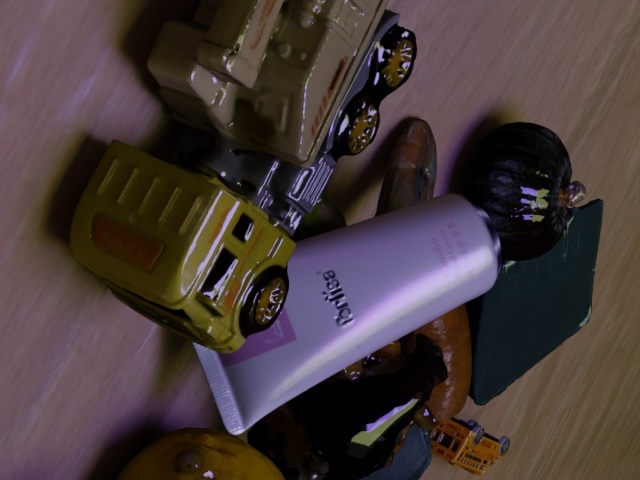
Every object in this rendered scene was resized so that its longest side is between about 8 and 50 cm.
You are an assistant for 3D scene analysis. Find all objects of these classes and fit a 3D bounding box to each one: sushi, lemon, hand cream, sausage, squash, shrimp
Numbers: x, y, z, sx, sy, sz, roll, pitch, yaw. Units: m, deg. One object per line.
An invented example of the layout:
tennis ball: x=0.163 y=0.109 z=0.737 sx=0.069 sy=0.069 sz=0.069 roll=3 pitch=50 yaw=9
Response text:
sushi: x=0.022 y=0.178 z=1.897 sx=0.204 sy=0.200 sz=0.213 roll=-17 pitch=163 yaw=-34
lemon: x=-0.127 y=0.307 z=1.798 sx=0.204 sy=0.204 sz=0.260 roll=-47 pitch=151 yaw=-28
hand cream: x=0.025 y=0.058 z=1.804 sx=0.359 sy=0.118 sz=0.185 roll=-23 pitch=95 yaw=-21
sausage: x=0.150 y=0.131 z=2.207 sx=0.109 sy=0.109 sz=0.270 roll=-48 pitch=147 yaw=-27
squash: x=0.263 y=-0.062 z=2.195 sx=0.193 sy=0.156 sz=0.193 roll=-60 pitch=175 yaw=-9
shrimp: x=0.106 y=-0.035 z=2.006 sx=0.143 sy=0.052 sz=0.251 roll=69 pitch=36 yaw=-45

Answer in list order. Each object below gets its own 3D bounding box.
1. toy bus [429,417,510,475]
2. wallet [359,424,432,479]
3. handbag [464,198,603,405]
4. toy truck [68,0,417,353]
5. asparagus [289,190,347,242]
toy bus: x=0.221 y=0.306 z=2.481 sx=0.074 sy=0.070 sz=0.162 roll=-63 pitch=149 yaw=-2
wallet: x=0.037 y=0.270 z=2.163 sx=0.237 sy=0.075 sz=0.342 roll=-46 pitch=148 yaw=-19
handbag: x=0.289 y=0.075 z=2.402 sx=0.326 sy=0.089 sz=0.238 roll=-29 pitch=135 yaw=-44
toy truck: x=-0.079 y=-0.110 z=1.585 sx=0.405 sy=0.181 sz=0.254 roll=-62 pitch=152 yaw=-6
asparagus: x=0.001 y=0.001 z=1.901 sx=0.085 sy=0.082 sz=0.343 roll=-25 pitch=144 yaw=3
